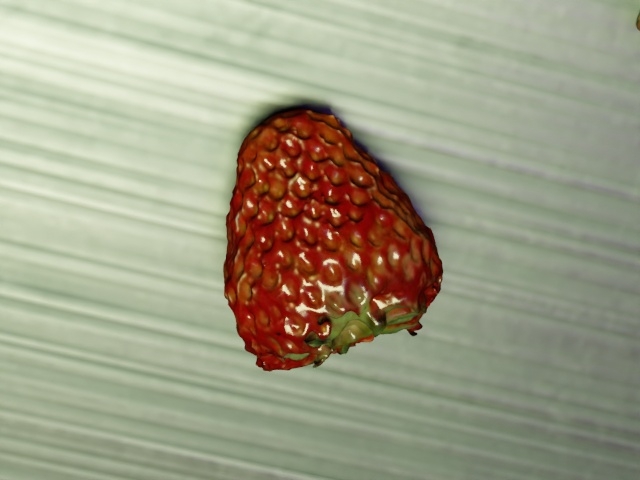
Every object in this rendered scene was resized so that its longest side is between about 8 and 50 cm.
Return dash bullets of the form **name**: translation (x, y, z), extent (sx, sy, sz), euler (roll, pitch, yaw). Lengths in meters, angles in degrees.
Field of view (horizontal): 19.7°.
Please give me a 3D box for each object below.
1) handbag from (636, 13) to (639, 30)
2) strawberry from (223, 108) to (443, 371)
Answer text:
- **handbag**: translation (0.193, -0.129, 0.565), extent (0.127, 0.063, 0.190), euler (14, 111, -12)
- **strawberry**: translation (0.000, 0.000, 0.588), extent (0.073, 0.073, 0.083), euler (-21, 75, 0)
